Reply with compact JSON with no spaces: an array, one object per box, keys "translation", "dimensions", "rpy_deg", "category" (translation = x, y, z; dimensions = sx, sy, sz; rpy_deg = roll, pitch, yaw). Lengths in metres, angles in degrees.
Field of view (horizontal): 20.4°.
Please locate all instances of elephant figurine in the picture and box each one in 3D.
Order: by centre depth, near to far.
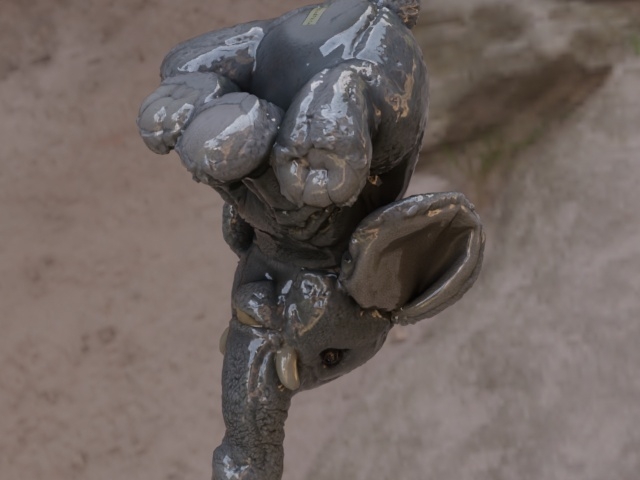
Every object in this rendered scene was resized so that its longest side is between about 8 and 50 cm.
[{"translation":[0.000,0.000,0.982],"dimensions":[0.186,0.239,0.169],"rpy_deg":[-14,33,7],"category":"elephant figurine"}]
